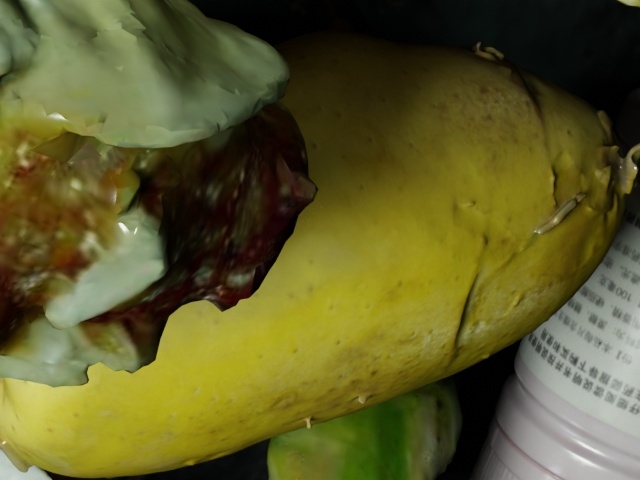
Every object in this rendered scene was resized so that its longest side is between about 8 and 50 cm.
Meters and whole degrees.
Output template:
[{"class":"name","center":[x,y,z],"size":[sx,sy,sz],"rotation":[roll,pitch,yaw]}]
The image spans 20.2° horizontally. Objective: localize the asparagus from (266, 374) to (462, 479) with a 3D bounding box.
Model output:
[{"class":"asparagus","center":[0.000,0.189,0.816],"size":[0.085,0.082,0.343],"rotation":[63,37,-57]}]

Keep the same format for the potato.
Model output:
[{"class":"potato","center":[0.000,0.000,0.740],"size":[0.300,0.140,0.173],"rotation":[-18,136,-29]}]

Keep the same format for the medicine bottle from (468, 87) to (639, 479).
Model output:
[{"class":"medicine bottle","center":[0.179,0.054,0.964],"size":[0.133,0.133,0.249],"rotation":[0,116,-45]}]

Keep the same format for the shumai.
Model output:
[{"class":"shumai","center":[-0.126,-0.046,0.529],"size":[0.189,0.218,0.256],"rotation":[-18,130,-47]}]

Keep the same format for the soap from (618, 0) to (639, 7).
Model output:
[{"class":"soap","center":[0.168,-0.251,0.616],"size":[0.293,0.156,0.335],"rotation":[41,62,-40]}]

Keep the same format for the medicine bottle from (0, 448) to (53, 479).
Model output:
[{"class":"medicine bottle","center":[-0.122,0.232,0.802],"size":[0.179,0.124,0.324],"rotation":[-38,137,-25]}]
